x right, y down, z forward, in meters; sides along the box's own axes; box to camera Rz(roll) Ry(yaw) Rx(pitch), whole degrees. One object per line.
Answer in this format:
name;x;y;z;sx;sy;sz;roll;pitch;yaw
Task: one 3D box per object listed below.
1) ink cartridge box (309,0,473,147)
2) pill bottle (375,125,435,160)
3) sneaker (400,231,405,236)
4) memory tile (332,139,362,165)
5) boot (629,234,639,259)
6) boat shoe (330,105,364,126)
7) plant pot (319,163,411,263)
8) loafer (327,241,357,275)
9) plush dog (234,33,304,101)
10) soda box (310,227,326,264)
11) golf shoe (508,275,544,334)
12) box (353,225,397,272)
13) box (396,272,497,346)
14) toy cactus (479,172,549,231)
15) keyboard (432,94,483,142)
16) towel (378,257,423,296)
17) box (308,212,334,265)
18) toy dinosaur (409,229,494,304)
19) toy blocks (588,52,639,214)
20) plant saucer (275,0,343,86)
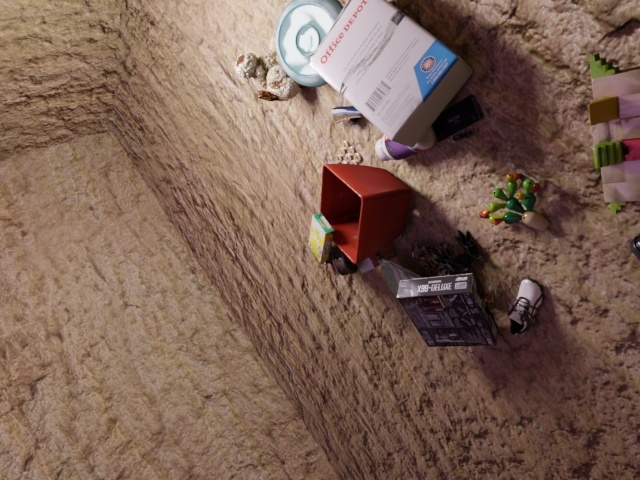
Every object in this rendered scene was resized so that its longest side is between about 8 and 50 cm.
ink cartridge box;0.201;-0.515;1.606;0.395;0.166;0.285;48;113;22
pill bottle;0.272;-0.326;1.771;0.193;0.108;0.108;-16;98;54
sneaker;0.293;-0.053;1.980;0.037;0.032;0.083;36;136;34
memory tile;0.101;-0.306;2.087;0.113;0.012;0.148;49;143;20
boot;0.870;0.008;1.215;0.246;0.094;0.207;38;141;23
boat shoe;0.110;-0.450;1.950;0.183;0.066;0.066;23;133;56
plant pot;0.166;-0.119;1.898;0.267;0.236;0.267;49;145;45
loafer;0.052;0.058;2.136;0.133;0.130;0.366;62;-178;-17
plush dog;-0.167;-0.633;2.086;0.225;0.262;0.210;60;179;22
soda box;0.011;0.016;2.363;0.053;0.060;0.168;8;118;51
golf shoe;0.627;0.208;1.659;0.077;0.094;0.198;23;127;45
box;0.189;0.017;2.071;0.091;0.130;0.170;-30;87;57
box;0.421;0.239;1.772;0.243;0.076;0.307;-9;135;31
toy cactus;0.574;-0.094;1.556;0.180;0.112;0.219;37;138;5
keyboard;0.418;-0.356;1.641;0.180;0.023;0.108;-25;84;56
towel;0.361;0.199;1.967;0.325;0.038;0.248;29;157;39
box;0.000;0.000;1.986;0.105;0.043;0.179;56;148;36
toy dinosaur;0.446;0.090;1.814;0.322;0.164;0.218;23;147;13
toy blocks;0.755;-0.239;1.170;0.261;0.191;0.381;-1;110;41
plant saucer;-0.038;-0.705;1.901;0.318;0.044;0.317;10;110;28
